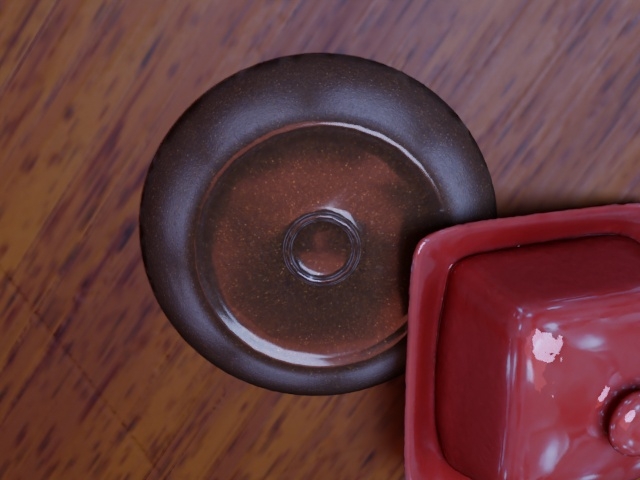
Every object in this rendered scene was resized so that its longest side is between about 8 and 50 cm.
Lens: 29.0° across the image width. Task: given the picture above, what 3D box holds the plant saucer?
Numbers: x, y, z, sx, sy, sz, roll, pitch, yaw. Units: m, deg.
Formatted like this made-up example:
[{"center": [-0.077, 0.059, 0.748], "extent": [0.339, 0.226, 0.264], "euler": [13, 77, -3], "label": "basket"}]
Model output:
[{"center": [0.000, 0.000, 0.669], "extent": [0.198, 0.036, 0.199], "euler": [-1, 107, -2], "label": "plant saucer"}]

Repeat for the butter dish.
[{"center": [0.134, 0.073, 0.640], "extent": [0.159, 0.118, 0.160], "euler": [-7, 110, -23], "label": "butter dish"}]
